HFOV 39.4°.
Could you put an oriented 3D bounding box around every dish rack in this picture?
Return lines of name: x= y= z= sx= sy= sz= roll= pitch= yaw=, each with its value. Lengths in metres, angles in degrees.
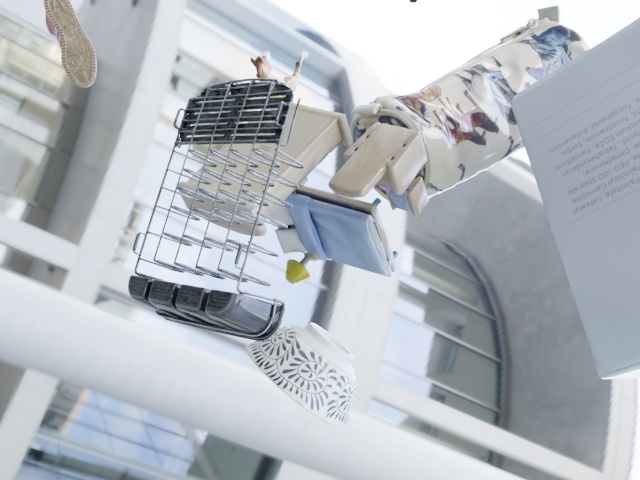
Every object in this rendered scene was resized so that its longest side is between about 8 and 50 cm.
dish rack: x=-0.105 y=-0.041 z=0.966 sx=0.208 sy=0.074 sz=0.272 roll=6 pitch=-103 yaw=44

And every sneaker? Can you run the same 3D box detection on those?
sneaker: x=-0.306 y=-0.244 z=1.097 sx=0.067 sy=0.042 sz=0.119 roll=-166 pitch=-123 yaw=-73

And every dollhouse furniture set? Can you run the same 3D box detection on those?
dollhouse furniture set: x=0.000 y=0.000 z=1.225 sx=0.286 sy=0.303 sz=0.198 roll=19 pitch=-125 yaw=36

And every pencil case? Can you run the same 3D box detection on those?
pencil case: x=0.233 y=-0.202 z=1.348 sx=0.410 sy=0.184 sz=0.160 roll=-30 pitch=-167 yaw=-28

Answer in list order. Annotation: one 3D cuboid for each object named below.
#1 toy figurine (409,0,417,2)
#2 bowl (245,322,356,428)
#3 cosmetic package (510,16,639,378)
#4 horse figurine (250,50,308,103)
toy figurine: x=0.147 y=-0.533 z=1.492 sx=0.209 sy=0.213 sz=0.148 roll=-47 pitch=-116 yaw=9
bowl: x=-0.008 y=0.161 z=1.169 sx=0.080 sy=0.170 sz=0.170 roll=-51 pitch=-154 yaw=2
cosmetic package: x=0.504 y=-0.059 z=1.121 sx=0.327 sy=0.329 sz=0.394 roll=-30 pitch=-117 yaw=39
horse figurine: x=-0.066 y=-0.225 z=1.617 sx=0.174 sy=0.066 sz=0.263 roll=-57 pitch=152 yaw=-59
